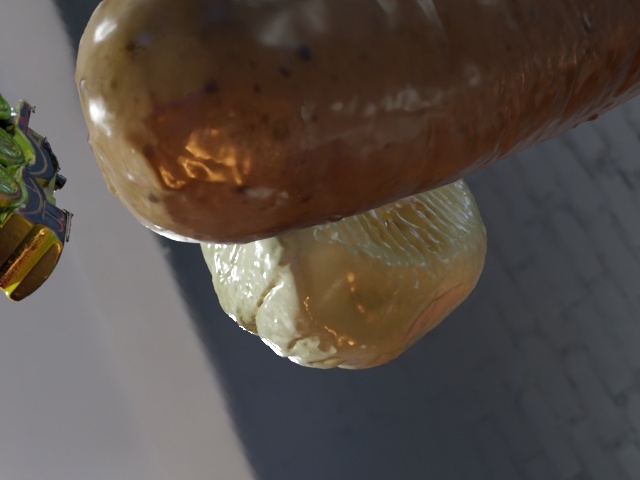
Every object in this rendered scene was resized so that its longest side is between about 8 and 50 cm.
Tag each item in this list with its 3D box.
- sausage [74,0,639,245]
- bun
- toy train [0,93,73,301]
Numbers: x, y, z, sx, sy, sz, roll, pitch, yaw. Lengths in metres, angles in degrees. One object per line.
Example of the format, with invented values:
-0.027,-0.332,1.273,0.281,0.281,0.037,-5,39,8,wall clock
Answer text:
0.093,-0.110,0.777,0.500,0.136,0.123,-25,-70,-43,sausage
0.000,0.000,1.248,0.243,0.153,0.244,20,-150,-12,bun
-0.337,-0.061,1.715,0.160,0.100,0.296,36,-161,-22,toy train
